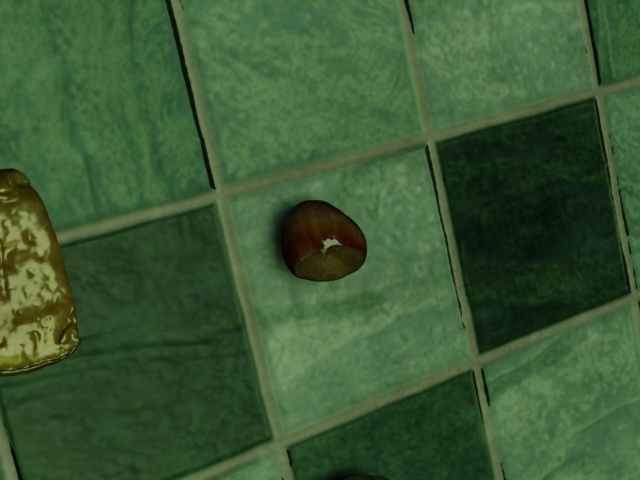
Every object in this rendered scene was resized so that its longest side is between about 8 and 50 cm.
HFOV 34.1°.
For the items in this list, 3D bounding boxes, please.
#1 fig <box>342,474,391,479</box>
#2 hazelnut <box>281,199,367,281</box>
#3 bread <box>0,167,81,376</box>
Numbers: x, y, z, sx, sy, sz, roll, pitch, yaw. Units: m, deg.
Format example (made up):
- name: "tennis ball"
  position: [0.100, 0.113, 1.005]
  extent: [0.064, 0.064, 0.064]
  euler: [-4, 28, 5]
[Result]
- name: "fig"
  position: [0.050, 0.314, 1.021]
  extent: [0.093, 0.093, 0.166]
  euler: [-4, 94, -30]
- name: "hazelnut"
  position: [0.000, 0.000, 0.996]
  extent: [0.086, 0.086, 0.086]
  euler: [-1, 91, -30]
- name: "bread"
  position: [-0.282, 0.034, 0.789]
  extent: [0.143, 0.149, 0.158]
  euler: [-15, 98, -32]
